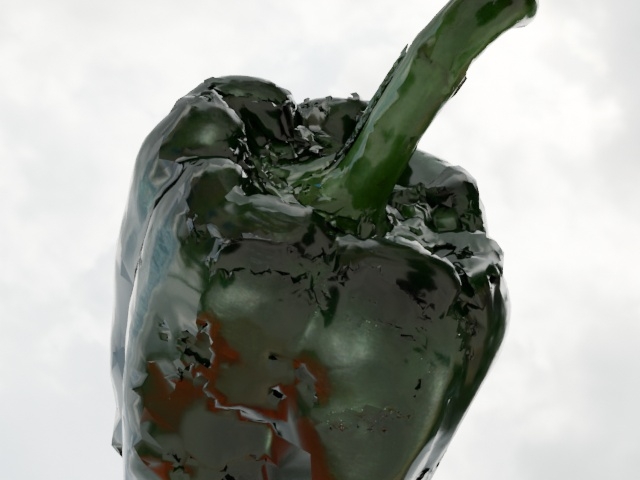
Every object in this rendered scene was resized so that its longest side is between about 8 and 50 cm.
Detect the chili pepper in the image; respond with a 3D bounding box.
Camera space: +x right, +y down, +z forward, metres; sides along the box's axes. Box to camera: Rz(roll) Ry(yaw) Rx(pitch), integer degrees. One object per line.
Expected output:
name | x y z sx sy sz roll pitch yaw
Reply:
chili pepper | 0.000 0.000 0.713 0.165 0.174 0.261 17 -65 -1
